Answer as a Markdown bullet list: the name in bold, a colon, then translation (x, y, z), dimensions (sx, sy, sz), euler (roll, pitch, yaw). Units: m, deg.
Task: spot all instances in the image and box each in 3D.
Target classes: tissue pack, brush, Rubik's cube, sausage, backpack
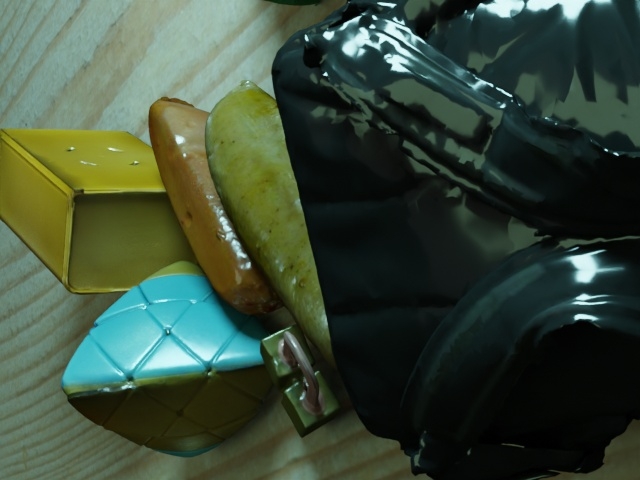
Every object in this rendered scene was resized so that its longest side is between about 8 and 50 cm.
- **tissue pack**: translation (-0.294, -0.046, 1.386), dimensions (0.274, 0.194, 0.145), euler (34, 121, 50)
- **brush**: translation (-0.018, 0.128, 1.011), dimensions (0.103, 0.047, 0.233), euler (62, 170, 11)
- **Rubik's cube**: translation (-0.142, 0.112, 1.223), dimensions (0.254, 0.254, 0.255), euler (1, 91, 54)
- **sausage**: translation (-0.002, 0.002, 1.032), dimensions (0.136, 0.123, 0.501), euler (-57, 44, 18)
- **sausage**: translation (-0.121, -0.045, 1.221), dimensions (0.094, 0.097, 0.348), euler (-56, 47, 28)
- **backpack**: translation (0.177, -0.032, 0.647), dimensions (0.445, 0.254, 0.364), euler (-12, 97, 39)

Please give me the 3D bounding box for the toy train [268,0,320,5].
- **toy train**: translation (-0.020, -0.397, 1.058), dimensions (0.301, 0.120, 0.202), euler (-52, 52, 41)
